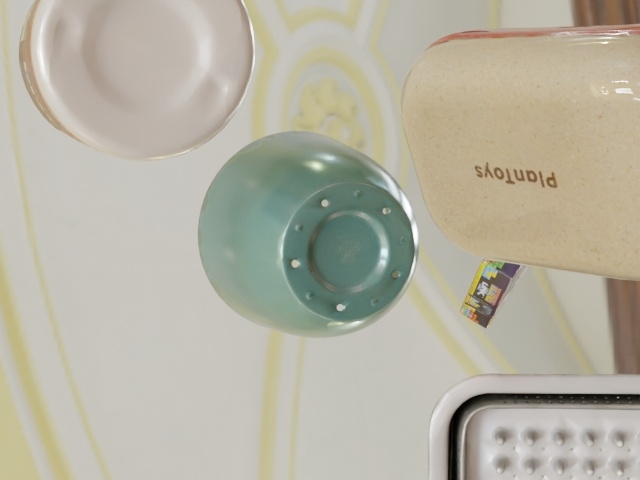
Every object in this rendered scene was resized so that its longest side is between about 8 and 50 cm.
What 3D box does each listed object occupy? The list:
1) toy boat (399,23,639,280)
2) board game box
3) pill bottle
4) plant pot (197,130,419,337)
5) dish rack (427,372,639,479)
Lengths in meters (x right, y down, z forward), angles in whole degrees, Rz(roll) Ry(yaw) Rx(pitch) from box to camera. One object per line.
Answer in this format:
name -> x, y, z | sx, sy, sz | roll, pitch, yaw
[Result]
toy boat -> 0.171, -0.069, 0.716 | 0.151, 0.231, 0.151 | -34, -62, -33
board game box -> 0.263, 0.018, 1.609 | 0.170, 0.048, 0.141 | -51, -13, -29
pill bottle -> -0.223, -0.210, 1.339 | 0.224, 0.392, 0.224 | -2, -82, -16
plant pot -> 0.000, 0.000, 1.615 | 0.293, 0.235, 0.292 | -2, -83, -18
dish rack -> 0.258, 0.246, 0.995 | 0.072, 0.333, 0.285 | -39, -52, -82
